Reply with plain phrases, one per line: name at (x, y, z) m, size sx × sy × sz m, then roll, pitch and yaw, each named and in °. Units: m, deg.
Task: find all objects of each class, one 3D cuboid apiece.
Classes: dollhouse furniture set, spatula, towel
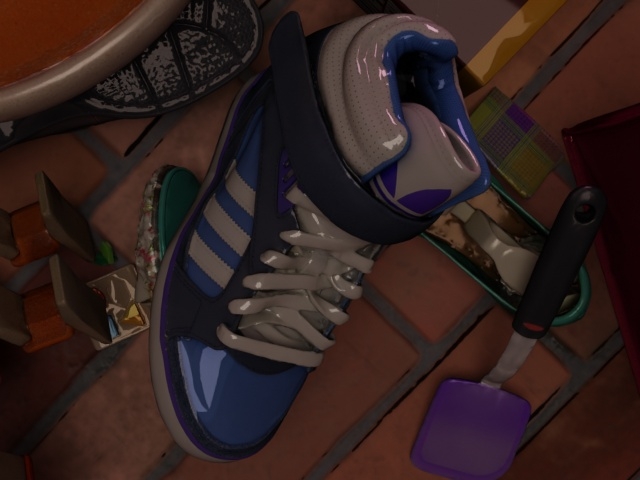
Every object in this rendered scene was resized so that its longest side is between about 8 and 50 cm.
dollhouse furniture set at (-0.287, 0.110, 0.672) m, size 0.262 × 0.135 × 0.259 m, roll -21°, pitch 63°, yaw 2°
spatula at (0.150, 0.082, 0.667) m, size 0.084 × 0.030 × 0.296 m, roll 17°, pitch 126°, yaw -1°
towel at (0.156, -0.078, 0.708) m, size 0.083 × 0.009 × 0.060 m, roll 43°, pitch 69°, yaw -3°

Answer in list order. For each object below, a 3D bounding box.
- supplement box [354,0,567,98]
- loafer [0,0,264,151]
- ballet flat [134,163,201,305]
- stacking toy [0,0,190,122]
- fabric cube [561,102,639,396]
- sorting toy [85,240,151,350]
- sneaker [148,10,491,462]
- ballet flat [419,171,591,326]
supplement box at (0.108, -0.242, 0.648) m, size 0.194 × 0.129 × 0.191 m, roll 44°, pitch 94°, yaw -2°
loafer at (-0.193, -0.135, 0.685) m, size 0.303 × 0.095 × 0.109 m, roll -19°, pitch 103°, yaw -1°
ballet flat at (-0.109, 0.062, 0.702) m, size 0.077 × 0.091 × 0.241 m, roll -18°, pitch 89°, yaw 32°
stacking toy at (-0.266, -0.310, 0.441) m, size 0.351 × 0.480 × 0.350 m, roll -5°, pitch 65°, yaw 11°
fabric cube at (0.351, -0.006, 0.599) m, size 0.258 × 0.254 × 0.259 m, roll -17°, pitch 94°, yaw 4°
sorting toy at (-0.180, 0.045, 0.732) m, size 0.062 × 0.012 × 0.083 m, roll -23°, pitch 93°, yaw 3°
sneaker at (0.000, 0.000, 0.584) m, size 0.130 × 0.236 × 0.322 m, roll 21°, pitch 76°, yaw -30°
ballet flat at (0.118, -0.020, 0.684) m, size 0.247 × 0.087 × 0.083 m, roll 39°, pitch 94°, yaw -1°
